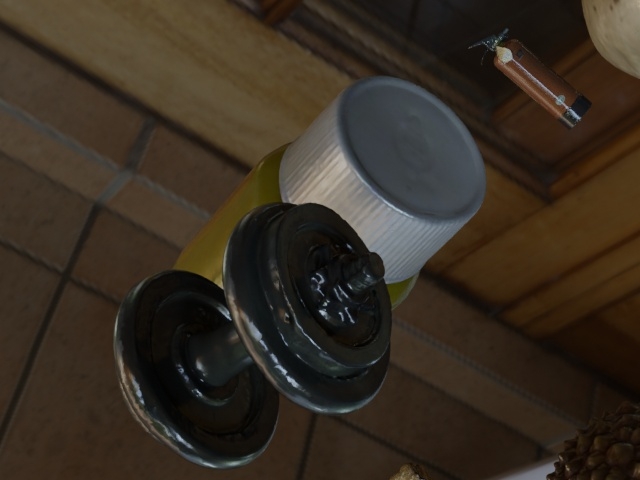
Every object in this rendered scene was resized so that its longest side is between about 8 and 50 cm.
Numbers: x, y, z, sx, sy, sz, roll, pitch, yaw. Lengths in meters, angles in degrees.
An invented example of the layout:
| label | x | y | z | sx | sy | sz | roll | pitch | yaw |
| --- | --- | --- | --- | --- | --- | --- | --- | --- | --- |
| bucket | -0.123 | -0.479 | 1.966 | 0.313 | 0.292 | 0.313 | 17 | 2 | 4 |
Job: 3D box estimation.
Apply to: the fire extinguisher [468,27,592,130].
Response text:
| label | x | y | z | sx | sy | sz | roll | pitch | yaw |
| --- | --- | --- | --- | --- | --- | --- | --- | --- | --- |
| fire extinguisher | 0.282 | -0.221 | 1.613 | 0.177 | 0.050 | 0.062 | 40 | 87 | -1 |

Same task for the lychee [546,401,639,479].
| label | x | y | z | sx | sy | sz | roll | pitch | yaw |
| --- | --- | --- | --- | --- | --- | --- | --- | --- | --- |
| lychee | 0.334 | 0.274 | 1.107 | 0.267 | 0.267 | 0.268 | 17 | 57 | -28 |

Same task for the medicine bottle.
| label | x | y | z | sx | sy | sz | roll | pitch | yaw |
| --- | --- | --- | --- | --- | --- | --- | --- | --- | --- |
| medicine bottle | 0.000 | 0.000 | 1.344 | 0.224 | 0.384 | 0.224 | 18 | 51 | -24 |

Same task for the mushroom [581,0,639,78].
| label | x | y | z | sx | sy | sz | roll | pitch | yaw |
| --- | --- | --- | --- | --- | --- | --- | --- | --- | --- |
| mushroom | 0.310 | -0.134 | 0.720 | 0.292 | 0.292 | 0.290 | -16 | 88 | -40 |

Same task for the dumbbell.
| label | x | y | z | sx | sy | sz | roll | pitch | yaw |
| --- | --- | --- | --- | --- | --- | --- | --- | --- | --- |
| dumbbell | -0.058 | 0.085 | 1.037 | 0.192 | 0.290 | 0.192 | 34 | 40 | -34 |

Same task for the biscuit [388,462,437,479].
| label | x | y | z | sx | sy | sz | roll | pitch | yaw |
| --- | --- | --- | --- | --- | --- | --- | --- | --- | --- |
| biscuit | 0.106 | 0.276 | 0.985 | 0.183 | 0.061 | 0.118 | 63 | 10 | 22 |
